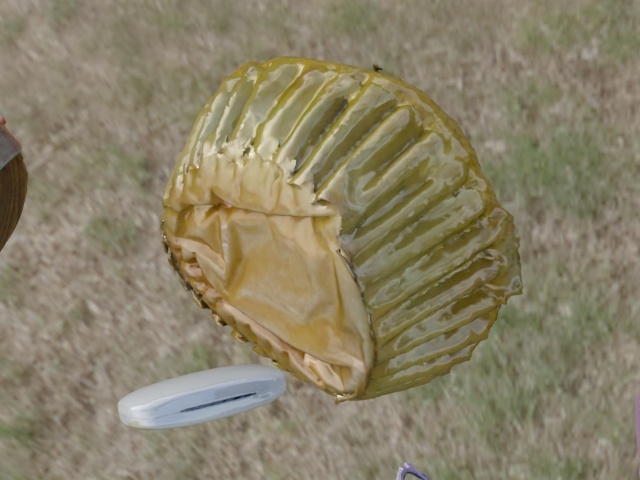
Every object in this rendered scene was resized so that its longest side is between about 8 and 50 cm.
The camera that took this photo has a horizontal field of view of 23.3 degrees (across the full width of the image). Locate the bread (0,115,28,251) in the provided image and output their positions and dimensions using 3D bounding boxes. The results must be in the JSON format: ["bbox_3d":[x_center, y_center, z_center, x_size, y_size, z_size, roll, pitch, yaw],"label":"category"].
[{"bbox_3d":[-0.289,-0.033,1.114,0.073,0.160,0.160,28,75,34],"label":"bread"}]

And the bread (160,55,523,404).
[{"bbox_3d":[0.001,-0.002,0.978,0.240,0.240,0.139,38,51,20],"label":"bread"}]

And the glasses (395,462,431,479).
[{"bbox_3d":[0.076,0.287,1.413,0.104,0.062,0.140,-45,56,21],"label":"glasses"}]

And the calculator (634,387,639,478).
[{"bbox_3d":[0.326,0.177,1.252,0.043,0.294,0.194,-2,78,-19],"label":"calculator"}]

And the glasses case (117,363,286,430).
[{"bbox_3d":[-0.108,0.145,1.442,0.164,0.063,0.041,-10,102,-31],"label":"glasses case"}]
